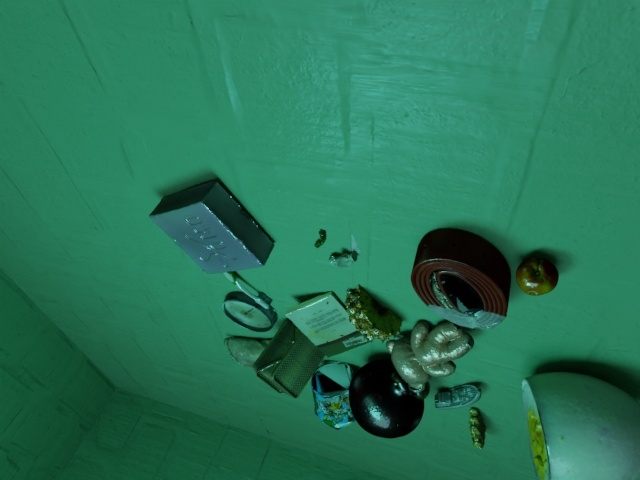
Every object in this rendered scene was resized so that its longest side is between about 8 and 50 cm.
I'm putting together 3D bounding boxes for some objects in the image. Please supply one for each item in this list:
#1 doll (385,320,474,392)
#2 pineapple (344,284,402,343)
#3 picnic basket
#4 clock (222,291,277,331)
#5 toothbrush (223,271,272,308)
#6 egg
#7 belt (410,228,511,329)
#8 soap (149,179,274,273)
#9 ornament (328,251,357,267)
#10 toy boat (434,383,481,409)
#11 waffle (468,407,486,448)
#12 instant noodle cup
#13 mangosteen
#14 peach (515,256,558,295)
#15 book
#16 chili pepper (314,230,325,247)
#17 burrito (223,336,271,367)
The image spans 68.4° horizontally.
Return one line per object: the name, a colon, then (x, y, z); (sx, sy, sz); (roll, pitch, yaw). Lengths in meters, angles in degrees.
doll: (0.377, 0.361, 1.566); (0.303, 0.156, 0.201); (-38, 71, 30)
pineapple: (0.168, 0.261, 1.529); (0.233, 0.135, 0.079); (36, 141, -14)
picnic basket: (-0.109, 0.444, 1.791); (0.139, 0.266, 0.165); (5, 140, 50)
clock: (-0.283, 0.288, 1.877); (0.226, 0.049, 0.226); (15, 144, 12)
toothbrush: (-0.339, 0.119, 1.704); (0.418, 0.040, 0.042); (40, 142, -21)
egg: (0.808, 0.568, 1.402); (0.340, 0.354, 0.354); (-8, 135, 12)
belt: (0.382, 0.113, 1.248); (0.227, 0.115, 0.324); (-19, 127, 43)
soap: (-0.339, -0.031, 1.472); (0.286, 0.107, 0.296); (-11, 131, 40)
ornament: (0.066, 0.059, 1.413); (0.092, 0.041, 0.068); (-1, 161, 13)
toy boat: (0.519, 0.597, 1.797); (0.085, 0.078, 0.260); (18, 148, -18)
waffle: (0.648, 0.771, 1.940); (0.046, 0.160, 0.192); (-8, 162, 27)
instant noodle cup: (0.065, 0.635, 1.982); (0.240, 0.240, 0.178); (4, 129, 25)
mangosteen: (0.253, 0.579, 1.746); (0.297, 0.296, 0.313); (26, 147, -3)
peach: (0.531, 0.090, 1.159); (0.101, 0.100, 0.100); (15, 142, 12)
book: (0.033, 0.310, 1.700); (0.201, 0.026, 0.289); (-24, 123, 21)
chili pepper: (0.000, 0.000, 1.395); (0.027, 0.022, 0.083); (-4, 147, -19)
burrito: (-0.259, 0.507, 2.093); (0.348, 0.107, 0.175); (-5, 122, 30)
